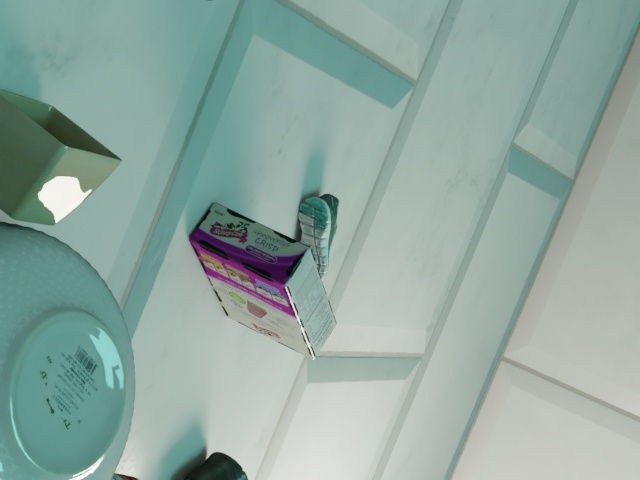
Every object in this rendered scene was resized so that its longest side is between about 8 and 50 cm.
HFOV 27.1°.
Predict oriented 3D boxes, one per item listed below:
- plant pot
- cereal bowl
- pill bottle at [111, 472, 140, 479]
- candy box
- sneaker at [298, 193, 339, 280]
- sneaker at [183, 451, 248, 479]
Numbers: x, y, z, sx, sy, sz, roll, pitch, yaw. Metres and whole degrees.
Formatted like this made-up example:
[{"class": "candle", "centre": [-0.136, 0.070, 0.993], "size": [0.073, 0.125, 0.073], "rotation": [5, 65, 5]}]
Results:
[{"class": "plant pot", "centre": [-0.286, -0.076, 1.325], "size": [0.096, 0.109, 0.109], "rotation": [-56, 159, 9]}, {"class": "cereal bowl", "centre": [-0.296, 0.148, 1.304], "size": [0.339, 0.141, 0.339], "rotation": [2, 87, -55]}, {"class": "pill bottle", "centre": [-0.287, 0.345, 1.744], "size": [0.086, 0.086, 0.152], "rotation": [-64, 157, -5]}, {"class": "candy box", "centre": [-0.075, 0.059, 1.843], "size": [0.071, 0.159, 0.233], "rotation": [-56, 156, -21]}, {"class": "sneaker", "centre": [0.000, 0.000, 2.085], "size": [0.076, 0.065, 0.166], "rotation": [-40, 148, -55]}, {"class": "sneaker", "centre": [-0.197, 0.472, 2.073], "size": [0.130, 0.109, 0.286], "rotation": [-20, 120, -52]}]
